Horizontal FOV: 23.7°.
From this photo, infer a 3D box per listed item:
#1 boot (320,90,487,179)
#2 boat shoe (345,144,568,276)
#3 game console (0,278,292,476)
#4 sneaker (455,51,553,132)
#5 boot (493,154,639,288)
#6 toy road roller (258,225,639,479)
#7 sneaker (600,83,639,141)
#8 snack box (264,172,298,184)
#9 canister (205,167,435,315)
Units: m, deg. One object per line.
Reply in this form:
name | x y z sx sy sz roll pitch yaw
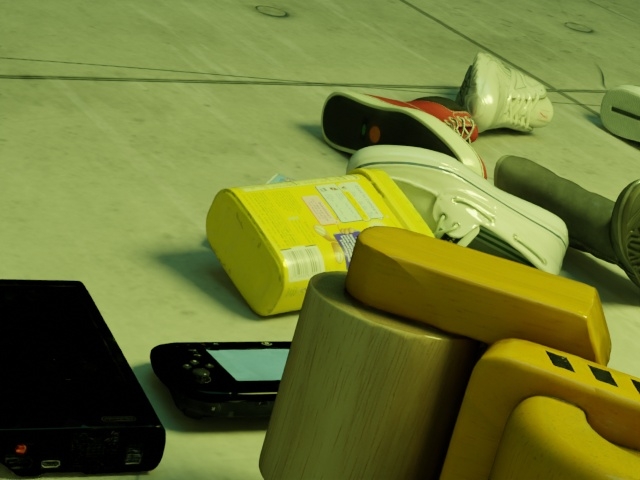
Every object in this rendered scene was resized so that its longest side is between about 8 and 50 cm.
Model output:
boot | 0.138 -0.106 1.661 0.176 0.088 0.244 -2 23 -36
boat shoe | 0.129 -0.019 1.419 0.226 0.083 0.076 19 49 -8
game console | -0.102 0.091 1.113 0.361 0.044 0.213 2 25 -27
sneaker | 0.228 -0.172 1.851 0.115 0.090 0.232 23 19 6
boot | 0.255 -0.036 1.483 0.076 0.190 0.208 -38 51 -13
toy road roller | 0.113 0.140 0.866 0.329 0.203 0.240 18 14 13
sneaker | 0.467 -0.140 1.908 0.091 0.094 0.258 -8 29 -32
snack box | -0.041 -0.021 1.438 0.064 0.022 0.178 18 23 10
canister | 0.000 0.000 1.320 0.170 0.073 0.126 -8 50 -38
